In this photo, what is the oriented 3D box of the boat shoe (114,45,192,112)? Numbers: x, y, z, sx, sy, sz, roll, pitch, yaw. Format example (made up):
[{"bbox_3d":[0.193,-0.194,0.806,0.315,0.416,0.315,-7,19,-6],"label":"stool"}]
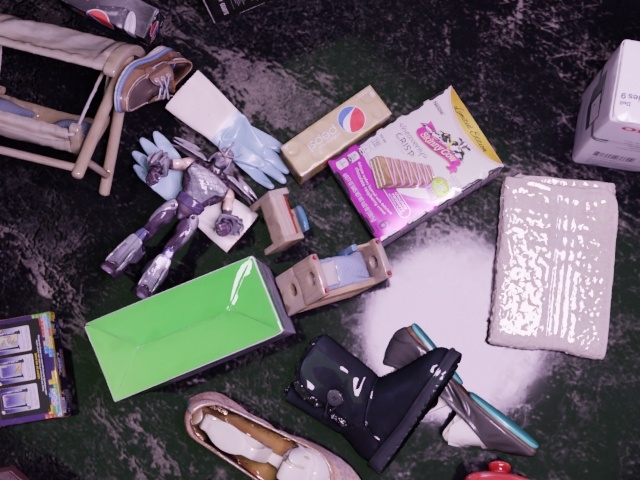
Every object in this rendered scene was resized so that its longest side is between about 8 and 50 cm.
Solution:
[{"bbox_3d":[-0.264,-0.257,1.615,0.066,0.066,0.183,17,42,13],"label":"boat shoe"}]

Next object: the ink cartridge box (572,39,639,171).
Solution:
[{"bbox_3d":[0.508,-0.183,1.496,0.211,0.289,0.122,10,84,4],"label":"ink cartridge box"}]

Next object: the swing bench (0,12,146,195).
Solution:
[{"bbox_3d":[-0.442,-0.232,1.620,0.253,0.165,0.255,13,84,5],"label":"swing bench"}]

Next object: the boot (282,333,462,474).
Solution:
[{"bbox_3d":[0.070,0.207,1.528,0.207,0.094,0.246,38,117,14],"label":"boot"}]

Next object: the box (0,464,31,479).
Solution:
[{"bbox_3d":[-0.490,0.459,1.517,0.167,0.203,0.168,37,86,7],"label":"box"}]

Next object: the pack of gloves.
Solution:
[{"bbox_3d":[-0.177,-0.128,1.662,0.232,0.046,0.195,41,85,-2],"label":"pack of gloves"}]

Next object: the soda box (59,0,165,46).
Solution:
[{"bbox_3d":[-0.350,-0.387,1.689,0.169,0.053,0.060,25,85,6],"label":"soda box"}]

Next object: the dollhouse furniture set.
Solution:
[{"bbox_3d":[0.000,0.000,1.559,0.129,0.129,0.184,-14,80,-32],"label":"dollhouse furniture set"}]

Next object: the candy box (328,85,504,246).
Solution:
[{"bbox_3d":[0.151,-0.116,1.618,0.233,0.071,0.159,-32,82,-2],"label":"candy box"}]

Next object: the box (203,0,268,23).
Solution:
[{"bbox_3d":[-0.083,-0.458,1.548,0.257,0.322,0.079,-24,84,1],"label":"box"}]

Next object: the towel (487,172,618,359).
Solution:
[{"bbox_3d":[0.367,0.038,1.600,0.187,0.049,0.282,7,84,5],"label":"towel"}]

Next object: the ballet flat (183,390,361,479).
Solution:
[{"bbox_3d":[-0.079,0.337,1.558,0.316,0.106,0.108,26,85,6],"label":"ballet flat"}]

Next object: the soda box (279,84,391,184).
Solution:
[{"bbox_3d":[0.023,-0.169,1.628,0.181,0.058,0.061,-35,84,-9],"label":"soda box"}]

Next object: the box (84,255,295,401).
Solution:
[{"bbox_3d":[-0.187,0.131,1.527,0.262,0.231,0.127,-22,83,0],"label":"box"}]

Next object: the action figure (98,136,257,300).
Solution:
[{"bbox_3d":[-0.217,-0.040,1.588,0.185,0.099,0.285,36,83,4],"label":"action figure"}]

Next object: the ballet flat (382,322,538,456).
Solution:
[{"bbox_3d":[0.206,0.252,1.567,0.280,0.095,0.096,45,97,17],"label":"ballet flat"}]

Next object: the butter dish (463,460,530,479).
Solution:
[{"bbox_3d":[0.267,0.391,1.528,0.160,0.160,0.118,7,60,4],"label":"butter dish"}]

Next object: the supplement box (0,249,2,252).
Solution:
[{"bbox_3d":[-0.577,0.014,1.637,0.083,0.083,0.056,33,88,6],"label":"supplement box"}]

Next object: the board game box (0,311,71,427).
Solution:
[{"bbox_3d":[-0.485,0.209,1.627,0.141,0.048,0.170,-9,83,4],"label":"board game box"}]
